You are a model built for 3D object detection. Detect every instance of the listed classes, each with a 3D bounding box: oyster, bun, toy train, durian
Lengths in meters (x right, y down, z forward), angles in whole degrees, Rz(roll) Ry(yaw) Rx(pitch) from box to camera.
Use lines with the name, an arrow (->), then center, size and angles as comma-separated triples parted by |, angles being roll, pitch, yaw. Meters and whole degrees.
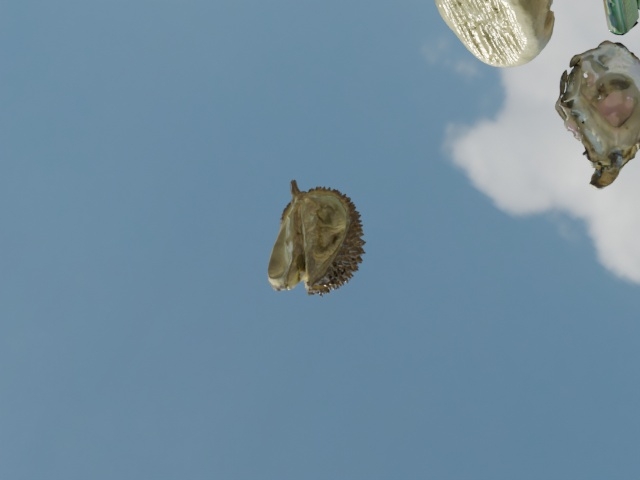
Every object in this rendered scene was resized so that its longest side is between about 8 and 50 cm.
oyster -> 0.370, -0.163, 2.252 | 0.163, 0.191, 0.081 | 13, -178, -24
bun -> 0.259, -0.341, 2.415 | 0.178, 0.193, 0.128 | 13, -126, 46
toy train -> 0.390, -0.332, 2.205 | 0.038, 0.148, 0.071 | 31, -112, 34
durian -> -0.001, 0.002, 1.666 | 0.071, 0.110, 0.140 | 44, -157, -46
